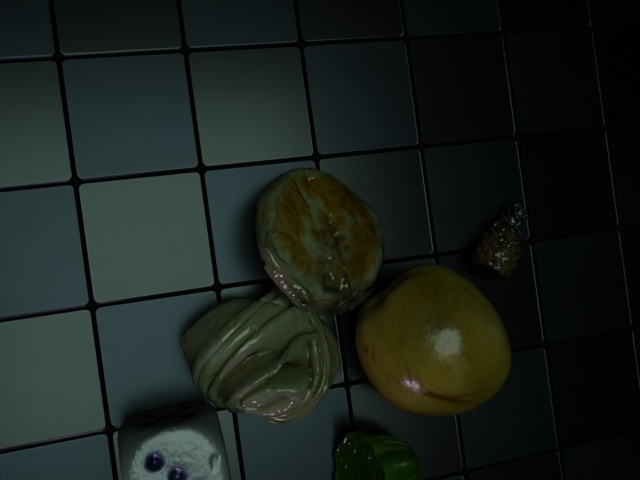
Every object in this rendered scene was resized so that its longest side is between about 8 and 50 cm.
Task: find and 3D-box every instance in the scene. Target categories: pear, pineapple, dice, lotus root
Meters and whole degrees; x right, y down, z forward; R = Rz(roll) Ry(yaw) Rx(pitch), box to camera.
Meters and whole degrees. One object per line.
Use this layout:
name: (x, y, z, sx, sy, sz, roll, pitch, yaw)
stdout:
pear: (0.225, 0.209, 1.391, 0.314, 0.314, 0.314, 1, 88, -15)
pineapple: (0.417, -0.006, 1.544, 0.108, 0.108, 0.198, 33, 72, -12)
dice: (-0.276, 0.424, 1.292, 0.191, 0.194, 0.193, -9, 89, -16)
lotus root: (0.143, 0.481, 1.432, 0.186, 0.186, 0.186, 1, 88, -15)

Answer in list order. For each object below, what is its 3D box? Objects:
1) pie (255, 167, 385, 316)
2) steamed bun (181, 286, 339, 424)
pie: (0.001, 0.000, 1.382, 0.339, 0.077, 0.339, 18, 59, -32)
steamed bun: (-0.108, 0.226, 1.338, 0.289, 0.203, 0.276, 46, 76, -8)
